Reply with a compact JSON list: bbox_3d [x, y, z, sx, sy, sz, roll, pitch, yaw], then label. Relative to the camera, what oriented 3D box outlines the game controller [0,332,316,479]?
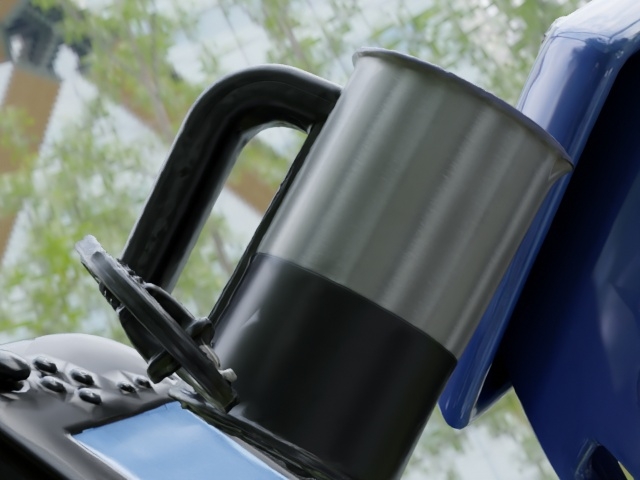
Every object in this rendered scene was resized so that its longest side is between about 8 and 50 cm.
[{"bbox_3d":[-0.026,0.138,0.843,0.166,0.319,0.067,-22,-39,-58],"label":"game controller"}]

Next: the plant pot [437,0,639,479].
[{"bbox_3d":[0.192,0.002,0.777,0.236,0.212,0.236,-34,-30,-46],"label":"plant pot"}]

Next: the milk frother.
[{"bbox_3d":[0.000,0.000,0.596,0.129,0.143,0.134,28,-98,-1],"label":"milk frother"}]
